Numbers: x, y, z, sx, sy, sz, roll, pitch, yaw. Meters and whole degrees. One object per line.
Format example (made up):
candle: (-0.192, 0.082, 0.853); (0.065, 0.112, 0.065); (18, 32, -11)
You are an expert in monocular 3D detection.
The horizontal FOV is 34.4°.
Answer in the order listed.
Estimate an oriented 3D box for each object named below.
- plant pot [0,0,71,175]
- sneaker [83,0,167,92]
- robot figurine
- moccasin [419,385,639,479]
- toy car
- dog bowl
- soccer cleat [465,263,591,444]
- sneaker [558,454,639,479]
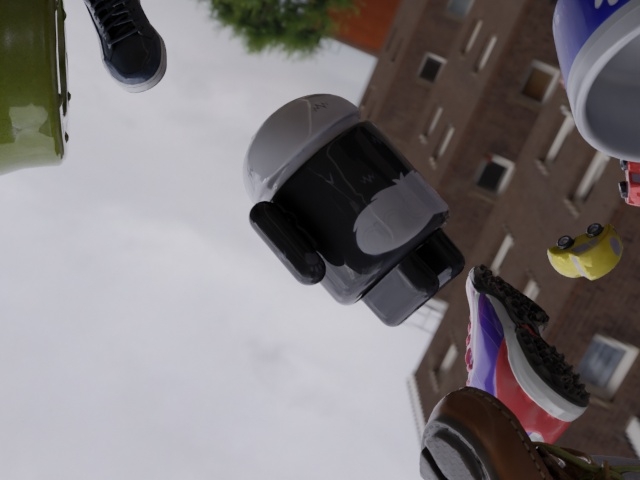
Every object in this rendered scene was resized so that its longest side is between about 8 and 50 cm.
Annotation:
plant pot: (-0.439, -0.190, 1.050); (0.352, 0.367, 0.366); (-2, -154, -10)
sneaker: (-0.268, -0.296, 1.255); (0.226, 0.086, 0.163); (66, -174, 29)
robot figurine: (0.033, -0.037, 1.186); (0.278, 0.173, 0.209); (48, -173, 6)
moccasin: (0.201, 0.228, 0.774); (0.380, 0.147, 0.139); (49, 170, -27)
toy car: (0.443, -0.003, 1.345); (0.225, 0.239, 0.053); (21, -142, -11)
dog bowl: (0.345, -0.181, 0.916); (0.264, 0.265, 0.104); (11, -124, -31)
soccer cleat: (0.202, 0.129, 1.164); (0.108, 0.116, 0.318); (32, -163, -17)
sneaker: (0.430, 0.358, 1.286); (0.295, 0.147, 0.105); (8, -147, 7)
